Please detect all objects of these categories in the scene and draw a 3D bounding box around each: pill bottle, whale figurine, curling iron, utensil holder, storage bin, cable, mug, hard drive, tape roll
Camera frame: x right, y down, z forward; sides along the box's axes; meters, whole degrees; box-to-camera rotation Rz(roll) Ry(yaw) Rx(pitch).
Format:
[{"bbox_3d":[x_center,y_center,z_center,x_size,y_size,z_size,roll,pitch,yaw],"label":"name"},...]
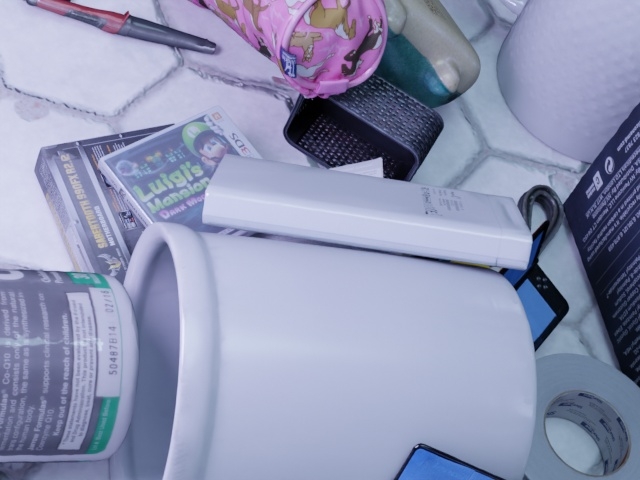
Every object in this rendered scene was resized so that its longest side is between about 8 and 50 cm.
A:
[{"bbox_3d":[-0.385,0.127,1.511,0.361,0.204,0.204,4,56,-27],"label":"pill bottle"},{"bbox_3d":[0.103,-0.266,1.975,0.216,0.141,0.272,58,18,21],"label":"whale figurine"},{"bbox_3d":[-0.270,-0.303,1.975,0.274,0.035,0.068,17,53,-8],"label":"curling iron"},{"bbox_3d":[-0.008,0.161,1.584,0.385,0.327,0.328,6,55,-20],"label":"utensil holder"},{"bbox_3d":[0.056,-0.147,1.936,0.180,0.122,0.084,33,53,3],"label":"storage bin"},{"bbox_3d":[0.266,0.028,1.928,0.139,0.072,0.287,43,54,6],"label":"cable"},{"bbox_3d":[0.397,-0.339,2.065,0.374,0.328,0.276,38,52,7],"label":"mug"},{"bbox_3d":[0.052,-0.035,1.683,0.353,0.047,0.233,9,13,0],"label":"hard drive"},{"bbox_3d":[0.310,0.249,1.793,0.219,0.072,0.219,9,55,-13],"label":"tape roll"}]

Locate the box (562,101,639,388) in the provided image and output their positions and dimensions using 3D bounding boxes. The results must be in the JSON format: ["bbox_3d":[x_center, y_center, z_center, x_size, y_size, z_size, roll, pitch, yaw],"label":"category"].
[{"bbox_3d":[0.638,0.066,1.899,0.480,0.297,0.472,-1,56,-22],"label":"box"}]

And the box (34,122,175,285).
[{"bbox_3d":[-0.222,-0.024,1.790,0.183,0.056,0.231,-14,63,-28],"label":"box"}]

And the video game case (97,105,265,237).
[{"bbox_3d":[-0.146,-0.068,1.799,0.190,0.022,0.173,-29,71,-34],"label":"video game case"}]

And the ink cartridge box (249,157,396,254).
[{"bbox_3d":[0.000,0.000,1.821,0.181,0.056,0.225,-11,37,9],"label":"ink cartridge box"}]

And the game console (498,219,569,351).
[{"bbox_3d":[0.258,0.070,1.812,0.124,0.085,0.144,51,54,-6],"label":"game console"}]

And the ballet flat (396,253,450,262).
[{"bbox_3d":[0.097,0.019,1.861,0.247,0.087,0.083,-31,72,-34],"label":"ballet flat"}]

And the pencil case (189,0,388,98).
[{"bbox_3d":[-0.074,-0.329,1.909,0.167,0.160,0.386,-44,47,-2],"label":"pencil case"}]

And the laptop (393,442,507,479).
[{"bbox_3d":[0.170,0.487,1.450,0.382,0.236,0.408,25,52,-11],"label":"laptop"}]
